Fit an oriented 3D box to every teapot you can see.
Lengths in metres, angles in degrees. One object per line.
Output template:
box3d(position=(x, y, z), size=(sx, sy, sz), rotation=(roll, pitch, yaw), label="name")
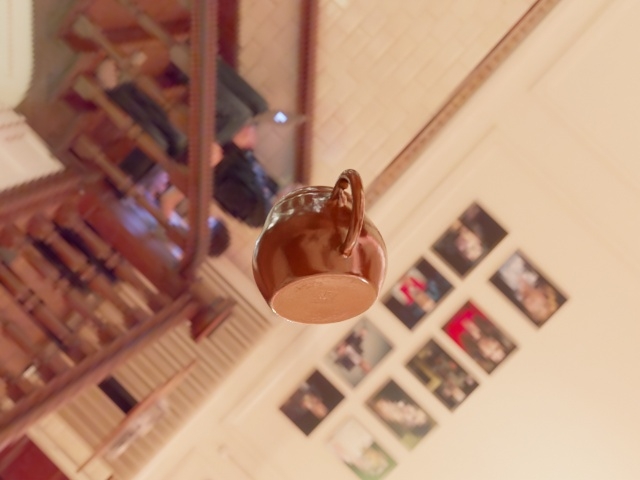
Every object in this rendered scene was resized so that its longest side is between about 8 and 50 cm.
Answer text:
box3d(position=(0.000, 0.000, 0.993), size=(0.116, 0.116, 0.173), rotation=(-42, 172, -36), label="teapot")
